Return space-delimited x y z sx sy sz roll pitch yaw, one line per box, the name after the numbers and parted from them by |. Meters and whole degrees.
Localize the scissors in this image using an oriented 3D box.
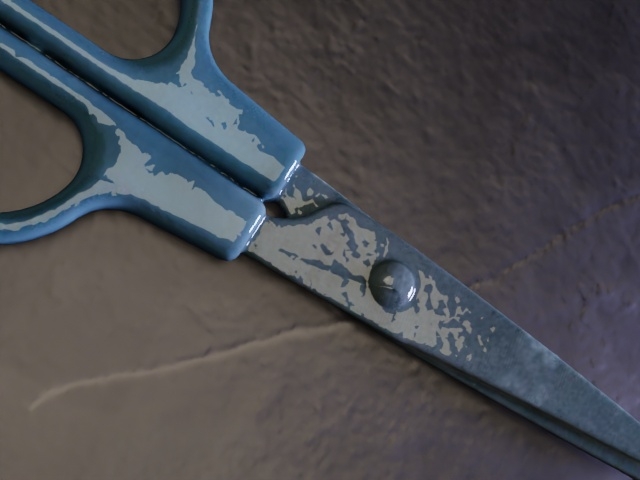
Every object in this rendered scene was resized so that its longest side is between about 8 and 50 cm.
0.000 0.000 0.505 0.447 0.029 0.193 34 78 -8 | scissors
